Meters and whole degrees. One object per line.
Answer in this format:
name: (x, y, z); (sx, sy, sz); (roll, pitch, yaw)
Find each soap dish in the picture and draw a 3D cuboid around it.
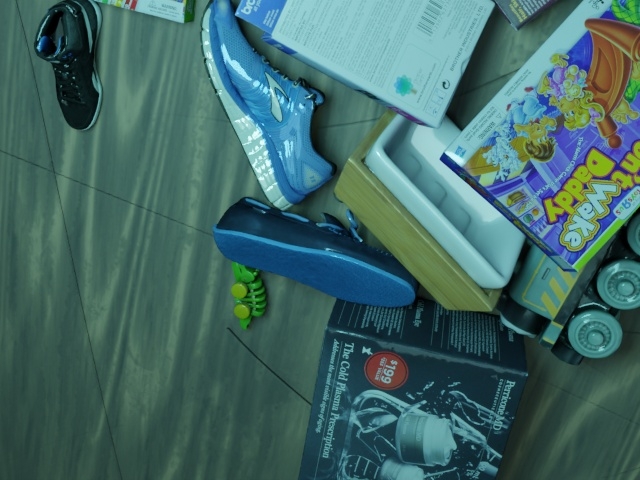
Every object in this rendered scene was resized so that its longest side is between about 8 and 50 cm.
soap dish: (0.167, -0.056, 1.108); (0.291, 0.229, 0.118); (46, 132, -9)

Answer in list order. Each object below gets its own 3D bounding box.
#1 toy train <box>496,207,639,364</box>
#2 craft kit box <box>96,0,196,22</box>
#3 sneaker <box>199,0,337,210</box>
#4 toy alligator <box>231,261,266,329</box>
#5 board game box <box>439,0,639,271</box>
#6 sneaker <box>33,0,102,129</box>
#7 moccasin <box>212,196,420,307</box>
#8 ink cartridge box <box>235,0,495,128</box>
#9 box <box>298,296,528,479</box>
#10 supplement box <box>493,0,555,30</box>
toy train: (0.401, 0.025, 1.137); (0.190, 0.142, 0.334); (27, 114, 10)
craft kit box: (-0.293, -0.473, 1.119); (0.250, 0.061, 0.246); (15, 112, 5)
sneaker: (-0.076, -0.219, 1.154); (0.147, 0.130, 0.330); (-26, 103, 1)
toy alligator: (-0.122, 0.070, 1.303); (0.051, 0.056, 0.189); (0, 112, 12)
board game box: (0.363, -0.163, 1.005); (0.233, 0.078, 0.347); (42, 92, 4)
sneaker: (-0.403, -0.269, 1.187); (0.079, 0.121, 0.216); (12, 114, 8)
moccasin: (0.000, 0.000, 1.203); (0.342, 0.117, 0.137); (20, 145, 8)
ink cartridge box: (0.058, -0.295, 0.981); (0.311, 0.065, 0.185); (24, 93, -23)
box: (0.147, 0.280, 1.267); (0.313, 0.179, 0.343); (11, 114, 6)
supplement box: (0.308, -0.384, 1.012); (0.188, 0.081, 0.104); (-36, 101, 22)
